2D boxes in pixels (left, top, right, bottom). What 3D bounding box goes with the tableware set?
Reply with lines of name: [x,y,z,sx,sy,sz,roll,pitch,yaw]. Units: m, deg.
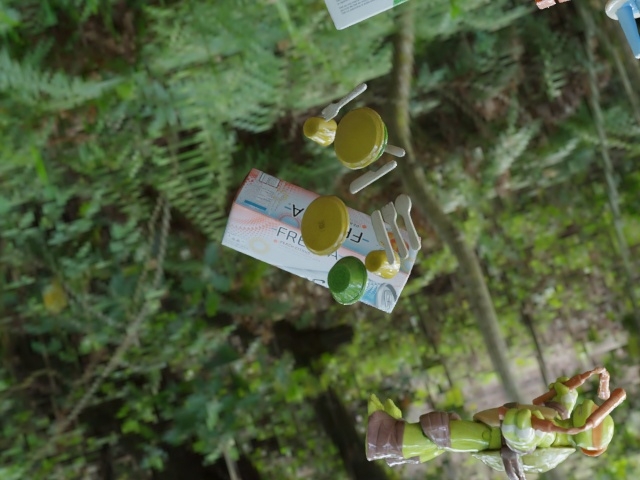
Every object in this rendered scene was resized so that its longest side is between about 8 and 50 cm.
tableware set: [0.024,-0.034,0.961,0.104,0.154,0.024,-33,153,31]

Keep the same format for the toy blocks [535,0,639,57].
toy blocks: [0.213,-0.213,1.000,0.123,0.148,0.054,-6,160,-18]

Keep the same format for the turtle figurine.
turtle figurine: [0.158,0.163,1.078,0.217,0.087,0.269,-5,180,17]

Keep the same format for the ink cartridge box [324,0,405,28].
ink cartridge box: [0.051,-0.374,1.461,0.153,0.208,0.087,-20,-166,17]

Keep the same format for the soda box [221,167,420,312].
soda box: [0.000,0.000,1.223,0.063,0.183,0.058,111,2,-45]
